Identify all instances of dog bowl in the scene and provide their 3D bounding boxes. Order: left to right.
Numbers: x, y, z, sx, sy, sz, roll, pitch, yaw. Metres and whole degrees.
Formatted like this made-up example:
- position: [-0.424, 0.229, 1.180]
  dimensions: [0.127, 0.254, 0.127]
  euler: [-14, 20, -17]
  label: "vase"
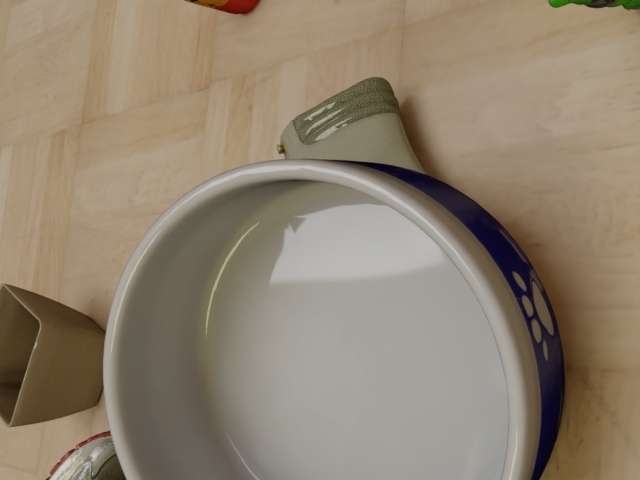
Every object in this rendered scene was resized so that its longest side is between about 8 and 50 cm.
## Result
- position: [0.006, 0.084, 0.566]
  dimensions: [0.264, 0.104, 0.265]
  euler: [3, 96, 26]
  label: "dog bowl"

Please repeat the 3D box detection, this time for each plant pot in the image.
- position: [-0.270, 0.116, 0.945]
  dimensions: [0.109, 0.096, 0.109]
  euler: [27, 102, 48]
  label: "plant pot"

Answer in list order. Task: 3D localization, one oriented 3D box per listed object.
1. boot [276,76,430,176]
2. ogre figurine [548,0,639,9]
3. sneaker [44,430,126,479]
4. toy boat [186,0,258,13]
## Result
- position: [0.000, 0.000, 0.691]
  dimensions: [0.213, 0.077, 0.165]
  euler: [-41, 53, 27]
  label: "boot"
- position: [0.160, -0.212, 0.535]
  dimensions: [0.097, 0.118, 0.197]
  euler: [-34, 58, 33]
  label: "ogre figurine"
- position: [-0.207, 0.278, 0.861]
  dimensions: [0.092, 0.088, 0.225]
  euler: [21, 97, 28]
  label: "sneaker"
- position: [-0.053, -0.336, 0.779]
  dimensions: [0.318, 0.148, 0.267]
  euler: [-56, 46, 22]
  label: "toy boat"
